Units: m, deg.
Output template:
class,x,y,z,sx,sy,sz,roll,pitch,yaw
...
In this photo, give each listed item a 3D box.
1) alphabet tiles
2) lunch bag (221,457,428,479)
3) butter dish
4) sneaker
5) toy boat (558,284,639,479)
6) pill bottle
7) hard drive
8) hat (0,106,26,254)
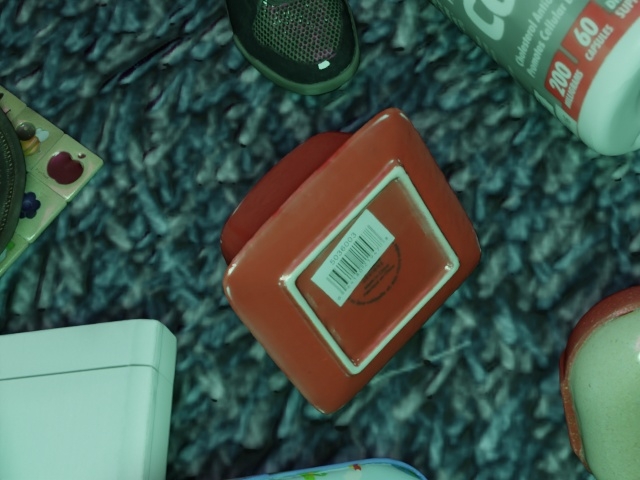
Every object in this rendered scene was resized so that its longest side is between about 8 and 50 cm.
class,x,y,z,sx,sy,sz,roll,pitch,yaw
alphabet tiles,-0.306,-0.047,1.103,0.237,0.009,0.198,36,76,22
lunch bag,-0.021,0.220,0.839,0.219,0.090,0.176,-3,64,-31
butter dish,0.000,0.000,0.971,0.160,0.160,0.118,-45,43,-12
sneaker,-0.044,-0.212,1.069,0.087,0.130,0.227,-22,66,1
toy boat,0.252,0.057,0.907,0.231,0.151,0.151,-13,35,4
pill bottle,0.145,-0.203,1.013,0.161,0.161,0.283,-40,66,-9
hard drive,-0.212,0.224,0.907,0.233,0.047,0.353,-8,60,17
hat,-0.373,-0.030,1.010,0.331,0.134,0.331,-6,58,10
